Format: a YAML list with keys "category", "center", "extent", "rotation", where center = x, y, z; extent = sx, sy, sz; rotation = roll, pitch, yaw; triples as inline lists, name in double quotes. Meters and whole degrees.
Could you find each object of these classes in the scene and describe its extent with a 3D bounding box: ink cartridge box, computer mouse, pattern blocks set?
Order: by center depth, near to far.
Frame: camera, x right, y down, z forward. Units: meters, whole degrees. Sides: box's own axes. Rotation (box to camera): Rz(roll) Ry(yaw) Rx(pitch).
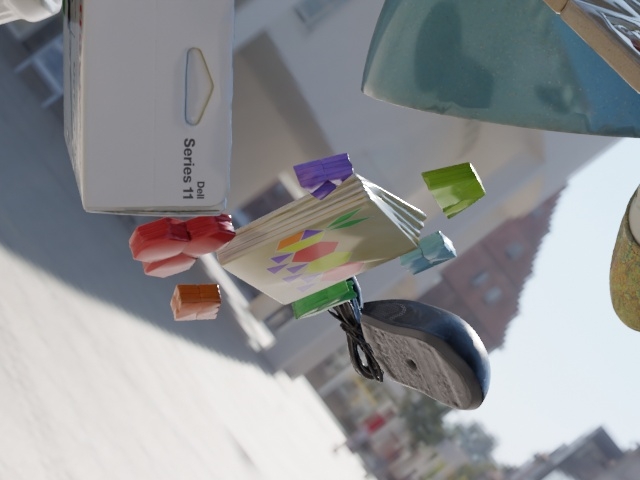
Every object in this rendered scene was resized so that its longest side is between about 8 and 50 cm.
- category: "ink cartridge box"
  center: [-0.113, -0.113, 0.860]
  extent: [0.208, 0.087, 0.153]
  rotation: [-132, -138, -69]
- category: "pattern blocks set"
  center: [0.000, 0.000, 1.156]
  extent: [0.325, 0.285, 0.026]
  rotation: [60, 10, -70]
- category: "computer mouse"
  center: [0.115, 0.115, 1.657]
  extent: [0.272, 0.072, 0.188]
  rotation: [22, -38, 50]

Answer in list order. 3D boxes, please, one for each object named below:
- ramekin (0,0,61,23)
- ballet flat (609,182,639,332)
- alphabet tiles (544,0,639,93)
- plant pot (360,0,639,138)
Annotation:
- category: "ramekin"
  center: [-0.293, -0.261, 0.963]
  extent: [0.273, 0.127, 0.273]
  rotation: [156, -90, -89]
- category: "ballet flat"
  center: [0.380, -0.075, 1.368]
  extent: [0.123, 0.348, 0.123]
  rotation: [33, -11, 7]
- category: "alphabet tiles"
  center: [0.165, -0.043, 0.462]
  extent: [0.237, 0.009, 0.198]
  rotation: [6, 37, -42]
- category: "plant pot"
  center: [0.188, -0.202, 1.127]
  extent: [0.290, 0.290, 0.195]
  rotation: [-137, -128, -71]
